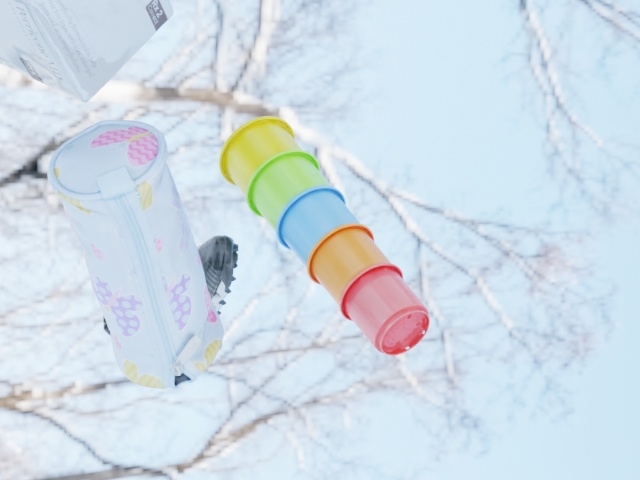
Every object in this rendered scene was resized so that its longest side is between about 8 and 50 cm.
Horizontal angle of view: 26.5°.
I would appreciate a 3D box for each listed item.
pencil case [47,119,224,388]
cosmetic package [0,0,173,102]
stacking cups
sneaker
[{"bbox_3d":[-0.172,0.018,1.298,0.124,0.113,0.273,-94,174,-50],"label":"pencil case"},{"bbox_3d":[-0.285,-0.269,1.425,0.183,0.151,0.151,26,-25,33],"label":"cosmetic package"},{"bbox_3d":[0.000,0.000,1.411,0.316,0.096,0.096,54,-45,38],"label":"stacking cups"},{"bbox_3d":[-0.176,0.061,1.521,0.234,0.106,0.078,-44,-143,46],"label":"sneaker"}]
